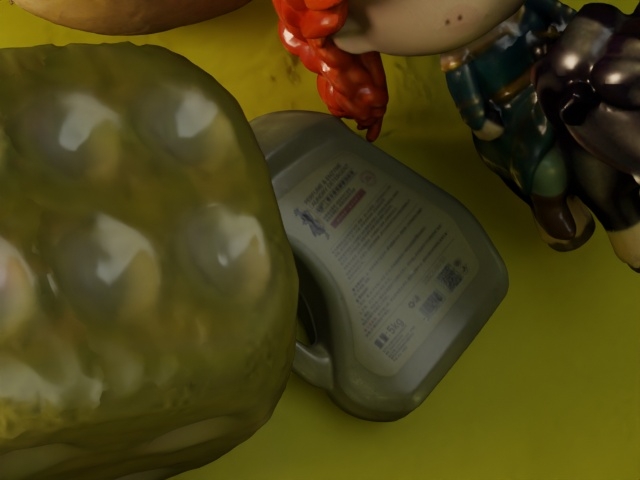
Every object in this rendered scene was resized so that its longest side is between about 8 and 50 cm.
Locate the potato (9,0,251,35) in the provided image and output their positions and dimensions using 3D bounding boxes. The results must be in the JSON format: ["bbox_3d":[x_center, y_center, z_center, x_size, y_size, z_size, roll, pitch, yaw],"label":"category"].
[{"bbox_3d":[-0.140,-0.233,0.909,0.234,0.146,0.150,-12,118,-35],"label":"potato"}]

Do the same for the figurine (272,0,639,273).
[{"bbox_3d":[0.126,-0.146,0.870,0.241,0.306,0.412,-45,88,2],"label":"figurine"}]

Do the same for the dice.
[{"bbox_3d":[-0.166,0.030,0.732,0.238,0.233,0.226,-8,69,-28],"label":"dice"}]

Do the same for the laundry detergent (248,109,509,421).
[{"bbox_3d":[0.000,0.000,0.892,0.253,0.091,0.181,41,68,0],"label":"laundry detergent"}]
